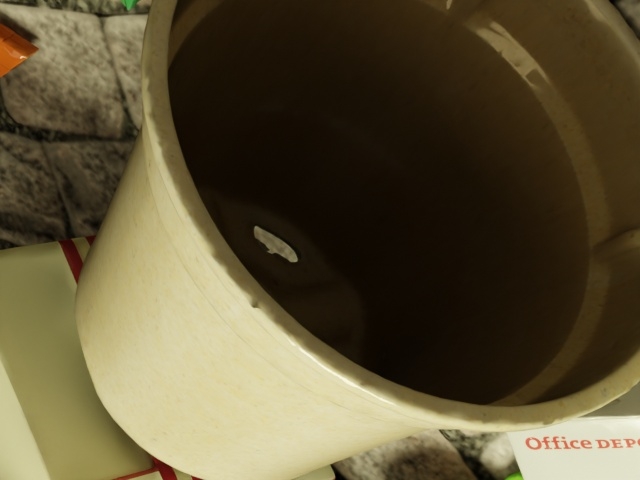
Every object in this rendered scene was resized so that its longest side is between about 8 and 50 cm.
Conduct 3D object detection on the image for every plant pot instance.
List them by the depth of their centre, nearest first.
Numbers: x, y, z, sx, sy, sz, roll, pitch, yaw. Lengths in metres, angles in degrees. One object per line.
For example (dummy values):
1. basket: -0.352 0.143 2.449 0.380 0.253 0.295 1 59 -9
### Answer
1. plant pot: 0.000 0.000 0.894 0.334 0.334 0.305 45 143 -2

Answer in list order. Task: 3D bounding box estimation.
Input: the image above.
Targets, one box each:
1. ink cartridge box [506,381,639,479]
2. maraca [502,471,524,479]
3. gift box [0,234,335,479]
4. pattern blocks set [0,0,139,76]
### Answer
1. ink cartridge box: 0.217 0.172 1.007 0.127 0.072 0.175 -6 116 34
2. maraca: 0.102 0.239 1.101 0.186 0.099 0.127 -21 114 6
3. gift box: -0.185 0.165 1.064 0.255 0.276 0.258 -45 66 47
4. pattern blocks set: -0.265 -0.251 1.051 0.325 0.026 0.285 16 127 22
